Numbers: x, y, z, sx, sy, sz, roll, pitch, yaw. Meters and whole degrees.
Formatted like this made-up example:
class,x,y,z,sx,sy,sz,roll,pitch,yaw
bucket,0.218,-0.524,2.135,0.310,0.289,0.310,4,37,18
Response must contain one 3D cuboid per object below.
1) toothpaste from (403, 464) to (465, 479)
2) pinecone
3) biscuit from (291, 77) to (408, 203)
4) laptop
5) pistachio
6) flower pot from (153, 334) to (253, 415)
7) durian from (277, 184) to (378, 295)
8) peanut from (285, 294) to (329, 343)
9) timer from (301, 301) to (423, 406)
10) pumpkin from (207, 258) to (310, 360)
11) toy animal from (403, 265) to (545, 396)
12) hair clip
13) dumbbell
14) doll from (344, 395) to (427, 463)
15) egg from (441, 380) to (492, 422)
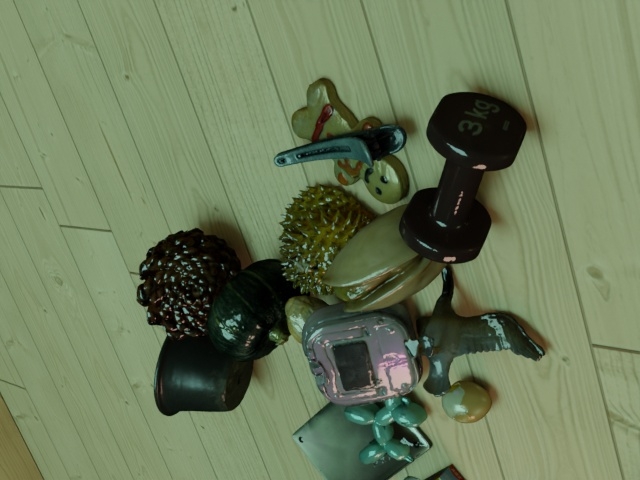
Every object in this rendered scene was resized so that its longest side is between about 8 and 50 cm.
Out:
class,x,y,z,sx,sy,sz,roll,pitch,yaw
toothpaste,0.200,0.474,1.913,0.070,0.044,0.193,49,144,7
pinecone,-0.253,0.078,1.992,0.221,0.221,0.221,29,137,31
biscuit,0.049,-0.149,1.602,0.234,0.030,0.153,47,146,11
laptop,0.073,0.388,1.949,0.187,0.015,0.269,50,126,8
pistachio,0.108,0.027,1.548,0.215,0.144,0.144,-31,94,14
flower pot,-0.234,0.277,2.140,0.148,0.235,0.235,14,131,17
durian,-0.004,0.011,1.711,0.183,0.138,0.250,52,151,-10
peanut,0.011,0.170,1.807,0.087,0.087,0.206,4,147,47
timer,0.073,0.195,1.729,0.191,0.069,0.208,-13,125,9
pumpkin,-0.111,0.132,1.857,0.152,0.211,0.211,36,141,12
toy animal,0.202,0.134,1.571,0.272,0.160,0.197,-4,113,43
hair clip,0.020,-0.137,1.574,0.275,0.083,0.048,-2,120,56
dumbbell,0.194,-0.084,1.393,0.124,0.140,0.225,22,135,11
doll,0.124,0.333,1.849,0.158,0.059,0.159,-7,100,35
egg,0.245,0.269,1.676,0.083,0.071,0.071,-15,106,50
